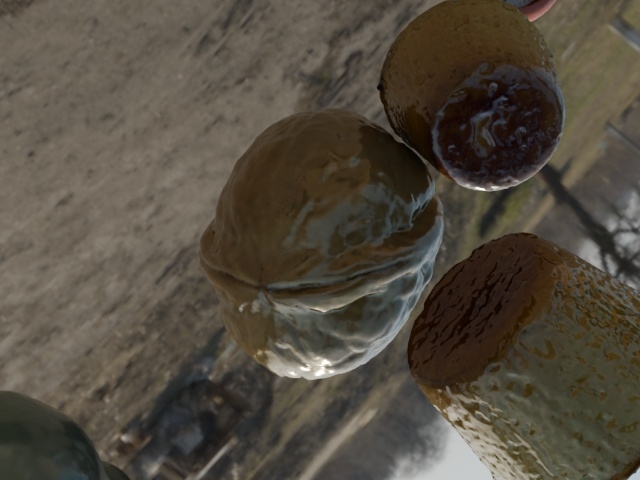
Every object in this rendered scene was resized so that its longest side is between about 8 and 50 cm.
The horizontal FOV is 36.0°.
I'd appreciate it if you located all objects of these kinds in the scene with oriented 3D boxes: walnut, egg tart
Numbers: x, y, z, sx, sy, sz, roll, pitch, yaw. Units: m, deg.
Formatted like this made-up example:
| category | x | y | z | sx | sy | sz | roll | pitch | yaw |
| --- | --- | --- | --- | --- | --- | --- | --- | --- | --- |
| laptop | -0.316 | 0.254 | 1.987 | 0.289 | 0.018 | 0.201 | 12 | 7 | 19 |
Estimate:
| category | x | y | z | sx | sy | sz | roll | pitch | yaw |
| --- | --- | --- | --- | --- | --- | --- | --- | --- | --- |
| walnut | 0.002 | 0.000 | 1.098 | 0.277 | 0.252 | 0.313 | -62 | 172 | 28 |
| egg tart | 0.168 | -0.149 | 1.066 | 0.202 | 0.203 | 0.147 | -53 | -159 | 23 |
| egg tart | 0.181 | 0.098 | 0.798 | 0.215 | 0.171 | 0.215 | -42 | -159 | 21 |

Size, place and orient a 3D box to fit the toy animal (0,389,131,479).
| category | x | y | z | sx | sy | sz | roll | pitch | yaw |
| --- | --- | --- | --- | --- | --- | --- | --- | --- | --- |
| toy animal | -0.117 | 0.132 | 0.447 | 0.236 | 0.108 | 0.138 | 21 | 69 | -77 |

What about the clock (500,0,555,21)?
| category | x | y | z | sx | sy | sz | roll | pitch | yaw |
| --- | --- | --- | --- | --- | --- | --- | --- | --- | --- |
| clock | 0.238 | -0.383 | 1.300 | 0.205 | 0.205 | 0.051 | -46 | -165 | -15 |
